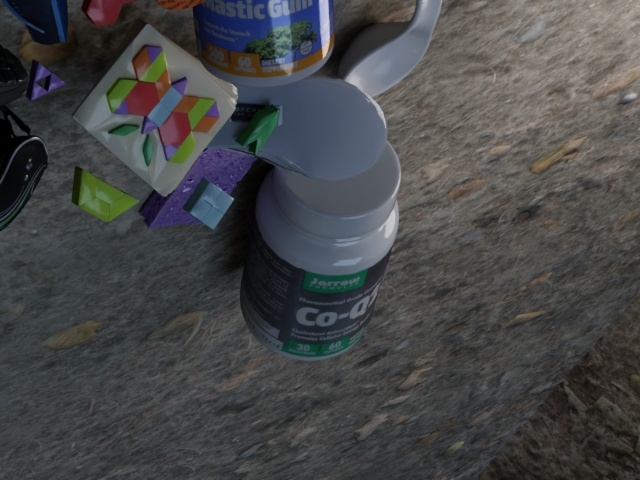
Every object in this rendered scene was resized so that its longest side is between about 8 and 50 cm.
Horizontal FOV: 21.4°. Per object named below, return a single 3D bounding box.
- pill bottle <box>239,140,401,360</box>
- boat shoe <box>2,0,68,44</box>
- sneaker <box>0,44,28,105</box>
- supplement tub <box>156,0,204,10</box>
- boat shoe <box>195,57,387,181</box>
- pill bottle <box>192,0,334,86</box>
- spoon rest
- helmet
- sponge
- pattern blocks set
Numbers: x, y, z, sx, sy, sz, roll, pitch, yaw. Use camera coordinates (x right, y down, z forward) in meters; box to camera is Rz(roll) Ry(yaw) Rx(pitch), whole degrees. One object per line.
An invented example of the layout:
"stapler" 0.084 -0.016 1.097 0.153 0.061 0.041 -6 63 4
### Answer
"pill bottle" 0.000 0.000 2.398 0.204 0.204 0.361 -25 153 -23
"boat shoe" -0.308 -0.294 1.625 0.089 0.109 0.258 -12 134 2
"sneaker" -0.436 -0.139 1.702 0.286 0.109 0.130 -10 139 -27
"supplement tub" -0.166 -0.319 1.627 0.117 0.190 0.117 -29 155 -15
"boat shoe" -0.092 -0.160 2.076 0.367 0.156 0.136 4 108 -39
"pill bottle" -0.066 -0.310 1.764 0.152 0.152 0.272 -25 133 -23
"spoon rest" 0.097 -0.272 2.182 0.137 0.084 0.276 -22 151 -28
"helmet" -0.390 -0.074 1.816 0.161 0.169 0.169 -45 160 -21
"sponge" -0.143 -0.098 2.245 0.117 0.031 0.210 -4 141 -49
"pattern blocks set" -0.182 -0.150 1.888 0.324 0.026 0.285 22 97 -42
